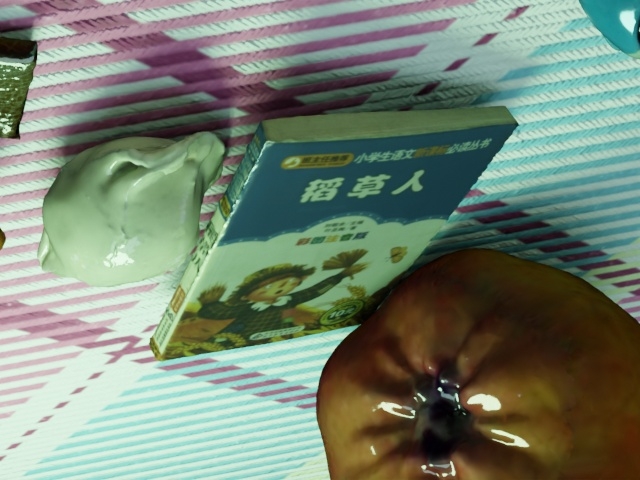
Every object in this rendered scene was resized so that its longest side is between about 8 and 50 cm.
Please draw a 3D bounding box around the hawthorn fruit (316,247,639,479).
[{"bbox_3d":[0.229,0.250,1.462,0.471,0.472,0.472,-8,144,-6],"label":"hawthorn fruit"}]

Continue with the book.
[{"bbox_3d":[0.000,0.000,1.305,0.300,0.039,0.428,-7,150,-29],"label":"book"}]

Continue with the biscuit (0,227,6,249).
[{"bbox_3d":[-0.422,0.022,1.024,0.110,0.318,0.312,26,156,20],"label":"biscuit"}]

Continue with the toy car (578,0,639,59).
[{"bbox_3d":[0.307,-0.278,0.983,0.190,0.188,0.255,36,123,-13],"label":"toy car"}]

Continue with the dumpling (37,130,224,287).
[{"bbox_3d":[-0.182,-0.034,1.200,0.193,0.147,0.258,-18,162,-41],"label":"dumpling"}]

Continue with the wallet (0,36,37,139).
[{"bbox_3d":[-0.387,-0.149,1.060,0.243,0.039,0.133,2,147,-20],"label":"wallet"}]
